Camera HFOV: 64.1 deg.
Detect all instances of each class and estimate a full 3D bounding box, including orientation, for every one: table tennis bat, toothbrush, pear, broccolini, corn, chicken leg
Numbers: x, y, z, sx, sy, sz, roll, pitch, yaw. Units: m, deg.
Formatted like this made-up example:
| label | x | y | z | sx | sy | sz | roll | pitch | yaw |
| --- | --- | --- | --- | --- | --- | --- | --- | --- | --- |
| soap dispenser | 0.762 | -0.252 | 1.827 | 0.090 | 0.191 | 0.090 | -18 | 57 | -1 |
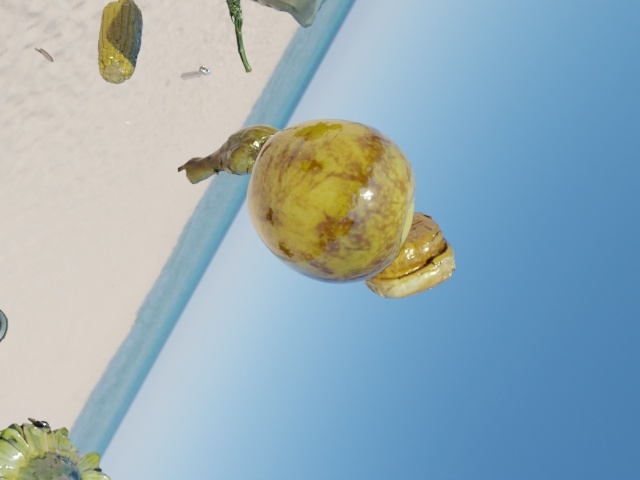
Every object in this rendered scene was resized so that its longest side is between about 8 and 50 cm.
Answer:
| label | x | y | z | sx | sy | sz | roll | pitch | yaw |
| --- | --- | --- | --- | --- | --- | --- | --- | --- | --- |
| table tennis bat | -0.915 | -0.617 | 1.688 | 0.007 | 0.083 | 0.050 | -53 | 164 | -20 |
| toothbrush | -0.408 | -0.538 | 1.652 | 0.025 | 0.030 | 0.342 | -63 | -152 | 0 |
| pear | 0.017 | -0.063 | 0.813 | 0.281 | 0.280 | 0.281 | -58 | -170 | 16 |
| broccolini | -0.246 | -0.634 | 1.568 | 0.051 | 0.054 | 0.239 | -105 | -176 | -56 |
| corn | -0.559 | -0.565 | 1.430 | 0.119 | 0.119 | 0.322 | -51 | -141 | 45 |
| chicken leg | -0.297 | -0.273 | 1.698 | 0.429 | 0.153 | 0.201 | -13 | -151 | 29 |

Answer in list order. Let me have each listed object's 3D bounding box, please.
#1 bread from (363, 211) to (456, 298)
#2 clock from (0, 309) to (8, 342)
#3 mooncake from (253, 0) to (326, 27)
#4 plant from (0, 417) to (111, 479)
| label | x | y | z | sx | sy | sz | roll | pitch | yaw |
| --- | --- | --- | --- | --- | --- | --- | --- | --- | --- |
| bread | 0.166 | 0.027 | 1.079 | 0.198 | 0.120 | 0.236 | -21 | -156 | -4 |
| clock | -0.593 | 0.151 | 0.891 | 0.017 | 0.085 | 0.085 | 6 | -116 | 48 |
| mooncake | -0.081 | -0.547 | 0.974 | 0.136 | 0.250 | 0.254 | 118 | -5 | -61 |
| plant | -0.597 | 0.503 | 1.104 | 0.305 | 0.261 | 0.297 | -4 | 146 | -50 |
